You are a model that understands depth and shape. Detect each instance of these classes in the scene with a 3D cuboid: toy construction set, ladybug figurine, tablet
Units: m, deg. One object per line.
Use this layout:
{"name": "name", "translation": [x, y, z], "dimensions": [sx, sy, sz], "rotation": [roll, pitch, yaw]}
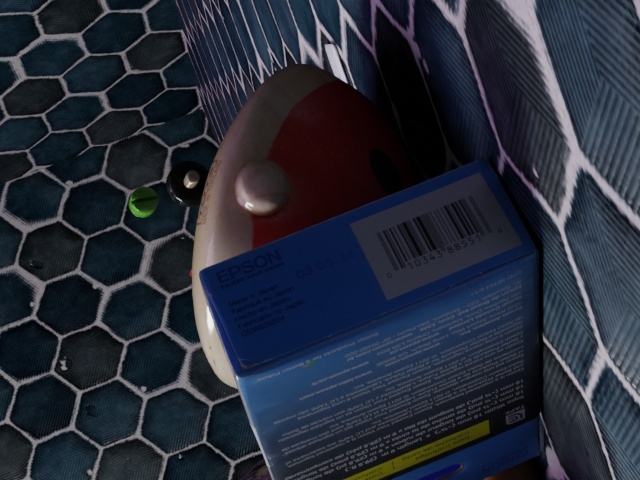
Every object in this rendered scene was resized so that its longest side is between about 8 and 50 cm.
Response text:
{"name": "toy construction set", "translation": [-0.031, -0.032, 1.765], "dimensions": [0.309, 0.257, 0.237], "rotation": [48, 160, 2]}
{"name": "ladybug figurine", "translation": [0.000, 0.000, 1.352], "dimensions": [0.449, 0.162, 0.305], "rotation": [37, -113, -80]}
{"name": "tablet", "translation": [0.023, -0.178, 1.610], "dimensions": [0.054, 0.006, 0.083], "rotation": [-143, 32, -78]}

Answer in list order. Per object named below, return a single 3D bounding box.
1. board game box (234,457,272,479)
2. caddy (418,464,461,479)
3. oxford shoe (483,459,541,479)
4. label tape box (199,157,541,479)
{"name": "board game box", "translation": [0.000, 0.239, 1.647], "dimensions": [0.056, 0.347, 0.208], "rotation": [54, 174, -6]}
{"name": "caddy", "translation": [0.116, 0.384, 1.628], "dimensions": [0.179, 0.241, 0.341], "rotation": [101, 148, -71]}
{"name": "oxford shoe", "translation": [0.204, 0.264, 1.335], "dimensions": [0.076, 0.076, 0.212], "rotation": [-51, 53, 48]}
{"name": "label tape box", "translation": [0.053, 0.107, 1.198], "dimensions": [0.333, 0.241, 0.106], "rotation": [78, 169, -55]}
